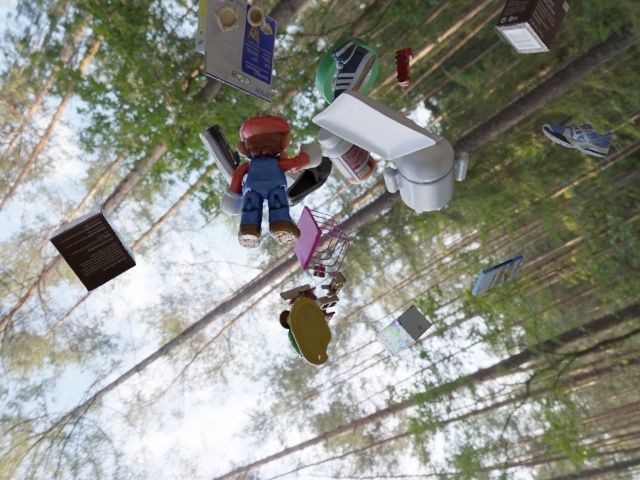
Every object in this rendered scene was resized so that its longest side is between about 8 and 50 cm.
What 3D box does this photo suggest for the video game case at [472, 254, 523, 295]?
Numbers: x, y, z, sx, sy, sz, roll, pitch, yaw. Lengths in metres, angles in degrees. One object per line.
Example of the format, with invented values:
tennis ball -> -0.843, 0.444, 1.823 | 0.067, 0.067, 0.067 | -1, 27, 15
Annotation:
video game case -> 0.586, 0.116, 1.462 | 0.166, 0.119, 0.015 | -19, -130, -18

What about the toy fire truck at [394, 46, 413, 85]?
toy fire truck -> 0.355, -0.730, 1.851 | 0.135, 0.047, 0.192 | 8, -103, -63

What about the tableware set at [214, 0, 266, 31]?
tableware set -> -0.212, -0.647, 1.191 | 0.168, 0.141, 0.020 | -27, -131, -27

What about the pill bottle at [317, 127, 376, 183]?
pill bottle -> 0.092, -0.309, 1.545 | 0.221, 0.121, 0.121 | 45, -149, -36

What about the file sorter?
file sorter -> 0.000, 0.000, 2.103 | 0.182, 0.202, 0.291 | 14, -157, -23

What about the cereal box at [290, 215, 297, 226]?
cereal box -> -0.191, -0.158, 1.874 | 0.240, 0.047, 0.173 | 55, 179, -21

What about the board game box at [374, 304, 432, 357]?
board game box -> 0.420, 0.468, 2.271 | 0.144, 0.275, 0.142 | -33, -105, -32

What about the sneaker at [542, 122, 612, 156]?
sneaker -> 0.835, -0.344, 1.438 | 0.211, 0.081, 0.080 | 25, -164, 15

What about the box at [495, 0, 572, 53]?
box -> 0.816, -0.909, 1.607 | 0.191, 0.382, 0.143 | 20, -176, -37

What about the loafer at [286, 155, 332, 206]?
loafer -> -0.041, -0.233, 1.710 | 0.096, 0.084, 0.267 | 43, -107, -2

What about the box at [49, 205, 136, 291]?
box -> -0.729, 0.023, 1.429 | 0.167, 0.168, 0.203 | -33, -66, -17

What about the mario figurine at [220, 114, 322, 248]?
mario figurine -> -0.108, -0.134, 0.997 | 0.197, 0.170, 0.321 | 11, -117, -26

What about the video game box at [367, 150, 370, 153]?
video game box -> 0.142, -0.407, 1.933 | 0.187, 0.048, 0.205 | 50, -120, -36

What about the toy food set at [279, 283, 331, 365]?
toy food set -> -0.051, 0.225, 1.165 | 0.128, 0.071, 0.218 | -24, -87, -50

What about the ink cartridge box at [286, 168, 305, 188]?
ink cartridge box -> -0.108, -0.291, 2.048 | 0.056, 0.099, 0.135 | 29, -131, 5

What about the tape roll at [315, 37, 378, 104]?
tape roll -> 0.131, -0.804, 2.131 | 0.321, 0.321, 0.077 | 4, -138, -49

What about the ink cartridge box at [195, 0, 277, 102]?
ink cartridge box -> -0.282, -0.661, 1.507 | 0.303, 0.072, 0.308 | 7, -91, -53

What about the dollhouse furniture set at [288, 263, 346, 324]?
dollhouse furniture set -> 0.004, 0.266, 2.248 | 0.152, 0.374, 0.201 | -5, -135, -42

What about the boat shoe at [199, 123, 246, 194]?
boat shoe -> -0.370, -0.329, 1.806 | 0.102, 0.108, 0.301 | -36, -73, -17

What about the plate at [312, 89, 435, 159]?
plate -> 0.141, -0.316, 1.210 | 0.277, 0.277, 0.045 | 23, -97, -16

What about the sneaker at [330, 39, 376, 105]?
sneaker -> 0.084, -0.650, 1.759 | 0.153, 0.282, 0.099 | 39, -155, 6

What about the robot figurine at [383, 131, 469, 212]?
robot figurine -> 0.381, -0.245, 1.593 | 0.354, 0.299, 0.200 | 65, -166, -55
